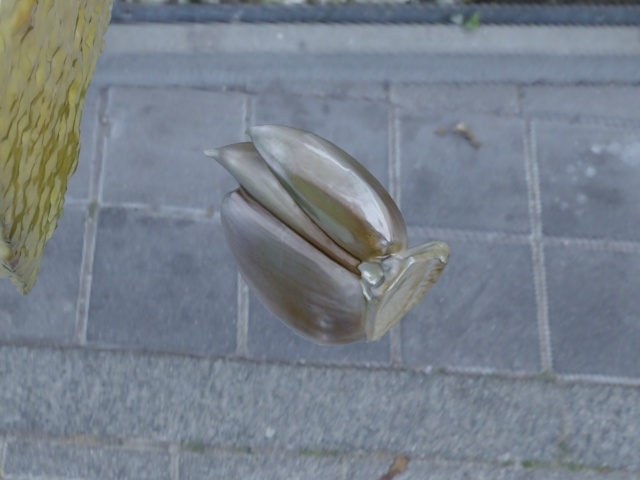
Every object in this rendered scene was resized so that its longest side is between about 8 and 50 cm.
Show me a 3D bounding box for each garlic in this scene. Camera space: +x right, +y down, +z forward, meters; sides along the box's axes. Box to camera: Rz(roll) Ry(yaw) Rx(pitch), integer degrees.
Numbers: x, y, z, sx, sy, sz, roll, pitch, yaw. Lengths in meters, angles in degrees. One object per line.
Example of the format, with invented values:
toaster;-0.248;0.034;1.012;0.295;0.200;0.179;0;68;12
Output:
garlic;-0.001;0.000;1.505;0.325;0.279;0.132;38;44;27

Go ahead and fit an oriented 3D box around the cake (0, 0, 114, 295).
cake;-0.260;-0.127;0.600;0.286;0.227;0.222;12;67;-1
